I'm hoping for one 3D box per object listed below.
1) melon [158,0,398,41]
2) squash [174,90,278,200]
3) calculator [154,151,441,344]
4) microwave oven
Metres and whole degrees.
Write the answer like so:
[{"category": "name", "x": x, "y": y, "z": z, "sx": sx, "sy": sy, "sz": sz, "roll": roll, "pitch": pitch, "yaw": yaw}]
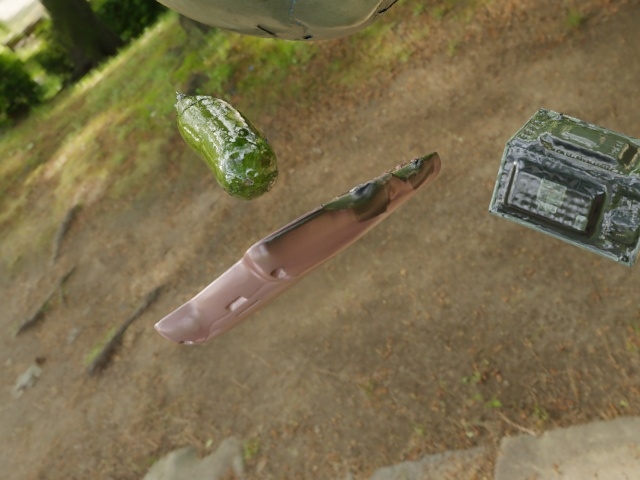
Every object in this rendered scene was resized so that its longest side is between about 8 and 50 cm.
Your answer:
[{"category": "melon", "x": -0.043, "y": -0.316, "z": 0.841, "sx": 0.330, "sy": 0.268, "sz": 0.269, "roll": 18, "pitch": 62, "yaw": 12}, {"category": "squash", "x": -0.126, "y": -0.130, "z": 1.188, "sx": 0.087, "sy": 0.087, "sz": 0.331, "roll": -45, "pitch": 33, "yaw": -1}, {"category": "calculator", "x": 0.000, "y": 0.000, "z": 0.905, "sx": 0.220, "sy": 0.048, "sz": 0.329, "roll": -38, "pitch": -4, "yaw": 41}, {"category": "microwave oven", "x": 0.513, "y": -0.117, "z": 1.805, "sx": 0.295, "sy": 0.181, "sz": 0.237, "roll": 23, "pitch": 35, "yaw": 22}]
